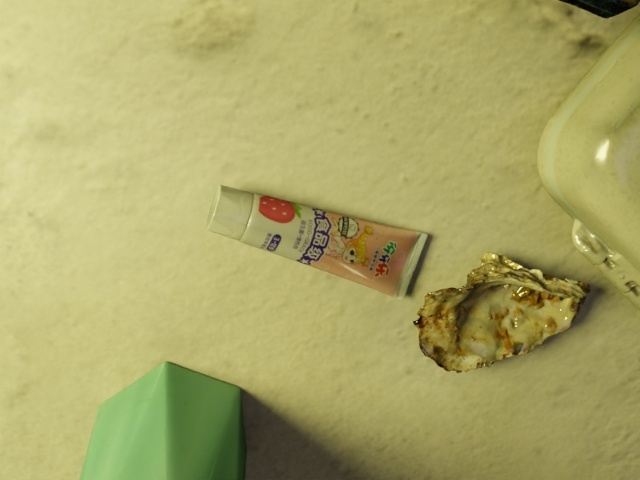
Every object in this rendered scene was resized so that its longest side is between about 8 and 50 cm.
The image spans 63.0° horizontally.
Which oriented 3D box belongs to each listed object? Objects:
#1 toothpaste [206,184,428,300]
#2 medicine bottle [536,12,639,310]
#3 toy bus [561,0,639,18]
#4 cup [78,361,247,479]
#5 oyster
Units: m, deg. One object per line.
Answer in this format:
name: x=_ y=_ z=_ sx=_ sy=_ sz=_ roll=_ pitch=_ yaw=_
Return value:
toothpaste: x=0.000 y=0.000 z=0.459 sx=0.195 sy=0.043 sz=0.067 roll=16 pitch=98 yaw=-18
medicine bottle: x=0.387 y=-0.043 z=0.461 sx=0.375 sy=0.123 sz=0.282 roll=39 pitch=94 yaw=-15
toy bus: x=0.187 y=-0.326 z=0.285 sx=0.162 sy=0.194 sz=0.323 roll=8 pitch=86 yaw=-23
cup: x=-0.124 y=0.215 z=0.392 sx=0.134 sy=0.235 sz=0.148 roll=-8 pitch=107 yaw=-5
oyster: x=0.173 y=0.063 z=0.492 sx=0.177 sy=0.056 sz=0.105 roll=-18 pitch=113 yaw=-3
